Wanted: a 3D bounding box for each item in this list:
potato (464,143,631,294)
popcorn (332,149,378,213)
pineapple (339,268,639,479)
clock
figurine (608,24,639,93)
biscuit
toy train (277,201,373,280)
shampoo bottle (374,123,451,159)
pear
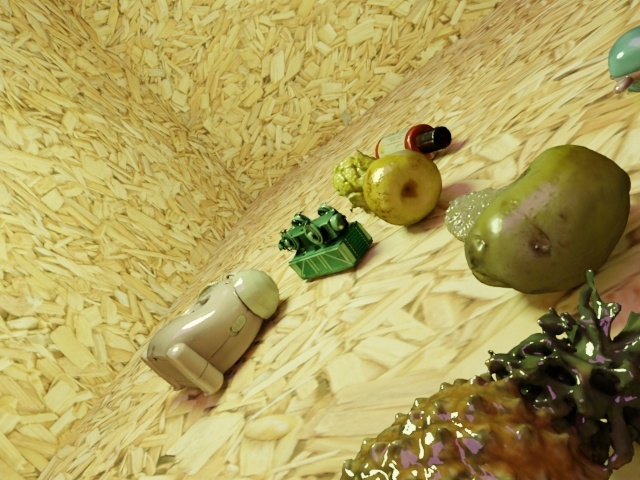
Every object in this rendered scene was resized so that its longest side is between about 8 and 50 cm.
[{"bbox_3d":[0.269,-0.021,0.495,0.200,0.137,0.154,-44,16,0],"label":"potato"},{"bbox_3d":[0.112,-0.155,1.144,0.195,0.168,0.174,-95,16,-82],"label":"popcorn"},{"bbox_3d":[0.173,0.133,0.314,0.340,0.169,0.169,-41,17,-5],"label":"pineapple"},{"bbox_3d":[-0.283,0.227,1.105,0.342,0.184,0.326,-14,28,49],"label":"clock"},{"bbox_3d":[0.573,-0.329,0.620,0.260,0.103,0.205,-28,22,43],"label":"figurine"},{"bbox_3d":[0.298,-0.051,0.687,0.250,0.032,0.133,-17,31,53],"label":"biscuit"},{"bbox_3d":[0.000,0.000,1.026,0.269,0.154,0.115,-21,28,52],"label":"toy train"},{"bbox_3d":[0.262,-0.268,1.172,0.104,0.104,0.278,-46,17,-12],"label":"shampoo bottle"},{"bbox_3d":[0.174,-0.117,0.901,0.178,0.178,0.178,-38,17,14],"label":"pear"}]
